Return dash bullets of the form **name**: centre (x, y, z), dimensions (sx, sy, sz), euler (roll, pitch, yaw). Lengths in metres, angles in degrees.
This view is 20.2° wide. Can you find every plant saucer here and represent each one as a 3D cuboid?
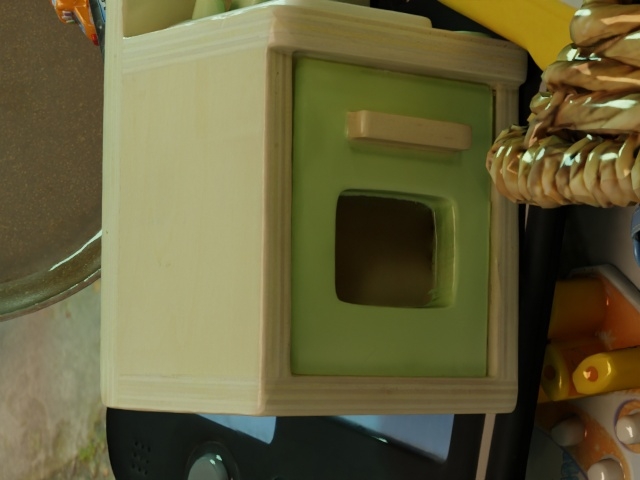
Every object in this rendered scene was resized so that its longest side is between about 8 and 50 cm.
- **plant saucer**: centre (-0.228, -0.094, 1.140), dimensions (0.050, 0.311, 0.310), euler (94, 163, -77)

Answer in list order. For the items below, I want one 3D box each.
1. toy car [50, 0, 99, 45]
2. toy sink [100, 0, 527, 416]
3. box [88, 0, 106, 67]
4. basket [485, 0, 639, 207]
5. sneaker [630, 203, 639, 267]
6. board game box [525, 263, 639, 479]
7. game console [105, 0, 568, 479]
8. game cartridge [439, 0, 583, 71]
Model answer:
- **toy car**: centre (-0.127, -0.151, 1.075), dimensions (0.122, 0.060, 0.040), euler (140, 125, -67)
- **toy sink**: centre (-0.001, -0.038, 0.817), dimensions (0.131, 0.153, 0.234), euler (-4, 83, 50)
- **box**: centre (-0.066, -0.095, 0.973), dimensions (0.114, 0.036, 0.207), euler (-29, 70, 41)
- **basket**: centre (0.245, -0.055, 0.534), dimensions (0.213, 0.299, 0.223), euler (45, 122, 37)
- **sneaker**: centre (0.169, -0.016, 0.810), dimensions (0.053, 0.059, 0.144), euler (-38, 63, 46)
- **board game box**: centre (0.147, 0.277, 0.861), dimensions (0.390, 0.050, 0.390), euler (50, 127, 36)
- **game console**: centre (0.000, 0.000, 0.965), dimensions (0.342, 0.060, 0.386), euler (17, 101, 56)
- **game cartridge**: centre (0.076, -0.208, 0.711), dimensions (0.324, 0.053, 0.285), euler (41, 146, 48)
